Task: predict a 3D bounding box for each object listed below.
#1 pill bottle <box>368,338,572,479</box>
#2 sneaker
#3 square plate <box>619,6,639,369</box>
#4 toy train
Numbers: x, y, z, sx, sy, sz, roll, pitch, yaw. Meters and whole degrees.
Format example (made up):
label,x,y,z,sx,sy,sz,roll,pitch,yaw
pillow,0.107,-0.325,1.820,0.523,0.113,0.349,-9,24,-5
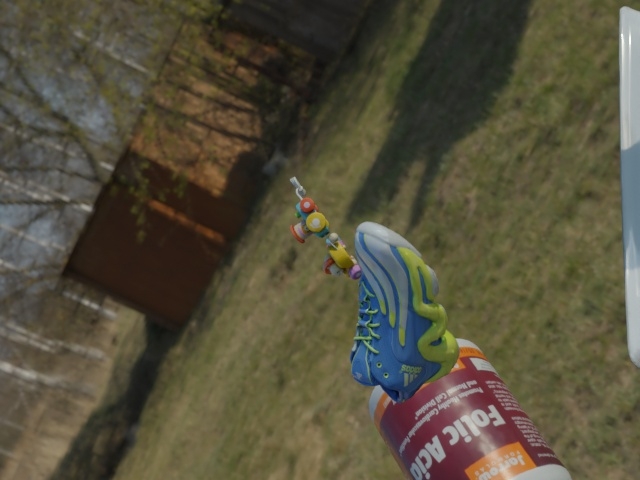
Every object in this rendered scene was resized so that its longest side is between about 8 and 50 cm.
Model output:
label,x,y,z,sx,sy,sz,roll,pitch,yaw
pill bottle,0.257,0.367,1.672,0.224,0.224,0.392,-59,45,29
sneaker,0.079,0.096,1.205,0.126,0.240,0.091,-46,35,-22
square plate,0.388,-0.002,0.953,0.049,0.344,0.347,-22,52,44
toy train,0.000,0.000,1.387,0.046,0.166,0.125,-37,31,1
